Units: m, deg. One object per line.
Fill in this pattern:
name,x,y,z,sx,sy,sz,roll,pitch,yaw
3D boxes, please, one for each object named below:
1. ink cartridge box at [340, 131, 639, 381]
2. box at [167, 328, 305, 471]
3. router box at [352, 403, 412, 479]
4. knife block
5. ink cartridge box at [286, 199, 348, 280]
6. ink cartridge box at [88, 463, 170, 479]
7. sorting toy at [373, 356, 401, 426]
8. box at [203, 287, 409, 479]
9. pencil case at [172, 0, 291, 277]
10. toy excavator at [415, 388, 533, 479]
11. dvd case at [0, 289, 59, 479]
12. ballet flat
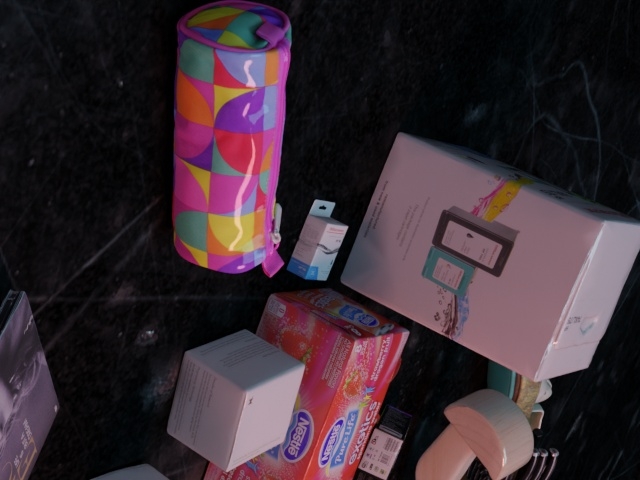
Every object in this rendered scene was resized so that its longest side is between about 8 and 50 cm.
ink cartridge box,0.209,0.017,1.342,0.198,0.270,0.197,2,112,-60
box,-0.086,0.162,1.164,0.101,0.087,0.102,-17,127,-53
router box,0.070,0.330,1.572,0.133,0.046,0.179,-27,140,-78
knife block,0.324,0.429,1.918,0.242,0.088,0.275,-30,133,16
ink cartridge box,0.000,0.000,1.234,0.048,0.028,0.083,5,108,-61
ink cartridge box,-0.144,0.339,1.080,0.092,0.218,0.159,-2,115,-53
sorting toy,0.020,0.239,1.453,0.274,0.046,0.132,-53,150,-18
box,-0.018,0.193,1.267,0.128,0.122,0.257,0,114,-58
pencil case,-0.074,-0.083,0.967,0.104,0.104,0.236,-36,141,-41
toy excavator,0.190,0.483,1.763,0.222,0.433,0.445,-19,86,-43
dvd case,-0.255,0.171,0.851,0.164,0.018,0.221,91,12,-49
ballet flat,0.332,0.276,1.921,0.123,0.123,0.349,-37,145,-40
